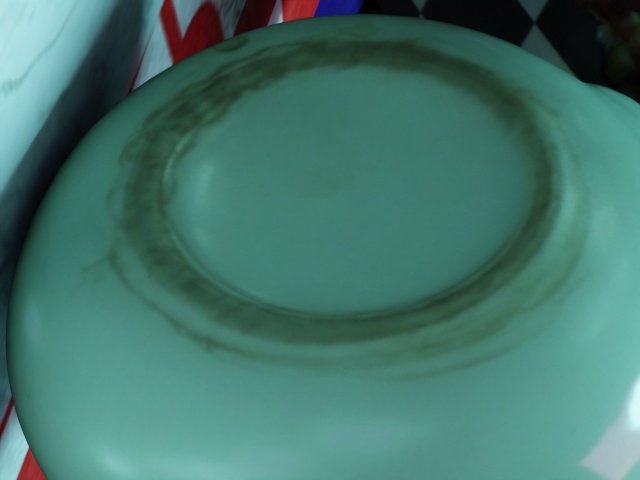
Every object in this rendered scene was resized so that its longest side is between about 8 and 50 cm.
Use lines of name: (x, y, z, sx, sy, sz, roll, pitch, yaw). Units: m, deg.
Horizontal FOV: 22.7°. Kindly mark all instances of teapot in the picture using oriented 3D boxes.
teapot: (0.067, 0.021, 0.495, 0.149, 0.318, 0.220, 86, -1, -47)

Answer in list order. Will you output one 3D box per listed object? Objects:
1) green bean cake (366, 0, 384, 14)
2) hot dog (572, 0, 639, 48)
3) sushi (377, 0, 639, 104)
green bean cake: (0.135, -0.084, 1.281, 0.247, 0.250, 0.156, -72, 179, -61)
hot dog: (0.129, -0.238, 0.446, 0.267, 0.174, 0.387, 36, -56, 54)
sushi: (0.161, -0.134, 0.680, 0.064, 0.359, 0.343, -22, 157, -29)
